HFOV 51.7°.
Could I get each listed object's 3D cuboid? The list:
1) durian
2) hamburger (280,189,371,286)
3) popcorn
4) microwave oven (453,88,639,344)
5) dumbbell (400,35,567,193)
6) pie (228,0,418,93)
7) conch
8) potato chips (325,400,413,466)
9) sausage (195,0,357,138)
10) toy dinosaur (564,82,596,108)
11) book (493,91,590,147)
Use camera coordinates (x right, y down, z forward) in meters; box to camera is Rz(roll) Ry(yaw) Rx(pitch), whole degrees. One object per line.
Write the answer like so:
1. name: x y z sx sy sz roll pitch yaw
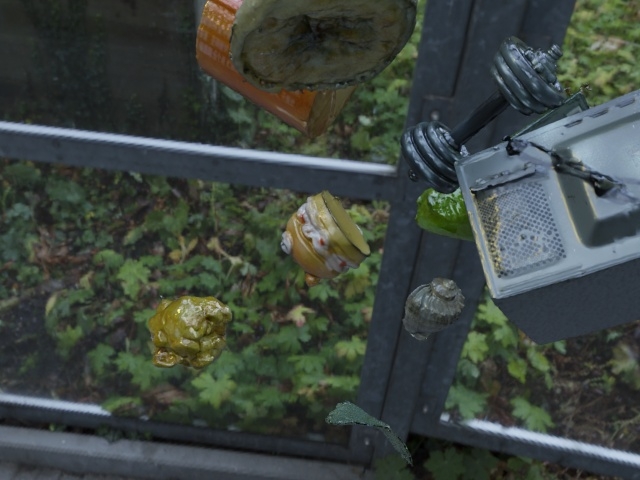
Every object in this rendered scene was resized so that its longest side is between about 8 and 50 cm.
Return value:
1. durian: 0.407 -0.083 1.805 0.256 0.204 0.340 -7 2 29
2. hamburger: 0.000 0.000 2.117 0.237 0.276 0.276 -35 42 16
3. popcorn: -0.340 0.245 1.752 0.253 0.190 0.191 -4 77 34
4. microwave oven: 0.467 -0.041 0.977 0.432 0.374 0.236 -21 61 22
5. dumbbell: 0.334 -0.257 1.387 0.179 0.406 0.179 31 36 -25
6. pie: 0.006 -0.281 0.905 0.274 0.274 0.055 -9 72 -14
7. conch: 0.288 0.179 1.736 0.155 0.207 0.130 21 35 -11
8. potato chips: 0.116 0.419 1.459 0.228 0.167 0.059 21 84 22
9. sausage: -0.077 -0.374 1.323 0.287 0.233 0.233 34 48 11
10. toy dinosaur: 0.655 -0.339 1.730 0.162 0.126 0.039 -13 5 16
11. book: 0.522 -0.145 1.489 0.371 0.260 0.043 -32 9 -25
